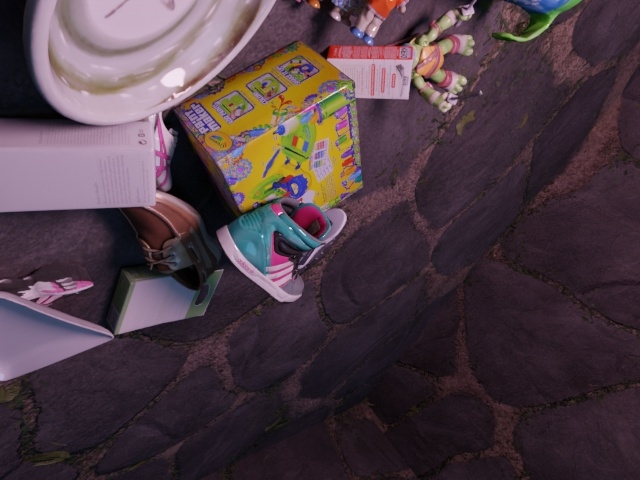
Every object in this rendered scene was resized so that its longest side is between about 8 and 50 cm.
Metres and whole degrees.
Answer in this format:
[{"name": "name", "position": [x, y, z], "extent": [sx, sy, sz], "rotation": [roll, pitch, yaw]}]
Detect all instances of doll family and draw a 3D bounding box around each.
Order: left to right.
[{"name": "doll family", "position": [0.036, -0.466, 0.754], "extent": [0.263, 0.118, 0.163], "rotation": [13, 127, -34]}]

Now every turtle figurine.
[{"name": "turtle figurine", "position": [0.298, -0.396, 1.000], "extent": [0.275, 0.197, 0.266], "rotation": [-17, -174, 36]}]

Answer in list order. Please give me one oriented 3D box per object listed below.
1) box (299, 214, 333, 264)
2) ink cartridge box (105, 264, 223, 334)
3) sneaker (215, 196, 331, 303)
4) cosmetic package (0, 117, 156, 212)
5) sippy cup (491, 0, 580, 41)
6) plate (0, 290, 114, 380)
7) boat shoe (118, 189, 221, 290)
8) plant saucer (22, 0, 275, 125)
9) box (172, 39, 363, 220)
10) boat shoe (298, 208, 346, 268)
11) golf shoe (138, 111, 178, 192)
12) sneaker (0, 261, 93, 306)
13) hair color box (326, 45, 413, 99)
[{"name": "box", "position": [-0.097, -0.027, 1.135], "extent": [0.207, 0.108, 0.153], "rotation": [7, 124, -52]}, {"name": "ink cartridge box", "position": [-0.366, 0.127, 1.075], "extent": [0.235, 0.056, 0.171], "rotation": [-8, 137, -48]}, {"name": "sneaker", "position": [-0.055, 0.013, 0.886], "extent": [0.179, 0.123, 0.295], "rotation": [-33, 149, 5]}, {"name": "cosmetic package", "position": [-0.369, -0.113, 0.676], "extent": [0.231, 0.085, 0.117], "rotation": [-2, 135, -21]}, {"name": "sippy cup", "position": [0.420, -0.591, 0.919], "extent": [0.224, 0.305, 0.240], "rotation": [-11, 173, -26]}, {"name": "plate", "position": [-0.583, 0.176, 0.826], "extent": [0.278, 0.045, 0.277], "rotation": [-22, 150, 7]}, {"name": "boat shoe", "position": [-0.294, 0.008, 0.904], "extent": [0.324, 0.123, 0.116], "rotation": [61, 35, -58]}, {"name": "plant saucer", "position": [-0.199, -0.318, 0.566], "extent": [0.400, 0.100, 0.400], "rotation": [-43, 180, 0]}, {"name": "box", "position": [-0.083, -0.174, 0.896], "extent": [0.279, 0.177, 0.290], "rotation": [-34, 149, -14]}, {"name": "boat shoe", "position": [0.000, 0.000, 1.315], "extent": [0.228, 0.080, 0.076], "rotation": [-50, 155, 16]}, {"name": "golf shoe", "position": [-0.282, -0.159, 0.792], "extent": [0.086, 0.067, 0.186], "rotation": [-29, 147, -23]}, {"name": "sneaker", "position": [-0.526, 0.097, 0.852], "extent": [0.178, 0.072, 0.077], "rotation": [-10, 145, -28]}, {"name": "hair color box", "position": [0.100, -0.342, 0.921], "extent": [0.167, 0.053, 0.093], "rotation": [5, 145, 8]}]
